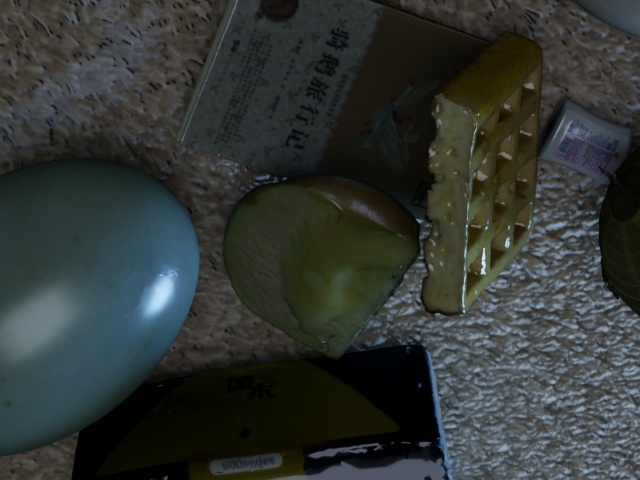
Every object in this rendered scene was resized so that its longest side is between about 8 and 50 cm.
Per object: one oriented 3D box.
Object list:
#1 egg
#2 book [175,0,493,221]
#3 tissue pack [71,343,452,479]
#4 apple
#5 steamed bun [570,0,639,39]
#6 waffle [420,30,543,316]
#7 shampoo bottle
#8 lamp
[{"bbox_3d":[-0.304,0.070,1.804,0.389,0.276,0.276,-33,107,10],"label":"egg"},{"bbox_3d":[0.026,-0.156,1.835,0.310,0.021,0.217,17,108,-20],"label":"book"},{"bbox_3d":[-0.060,0.290,1.897,0.416,0.264,0.253,-9,113,3],"label":"tissue pack"},{"bbox_3d":[0.000,0.000,1.849,0.193,0.120,0.265,33,142,1],"label":"apple"},{"bbox_3d":[0.388,-0.343,1.663,0.373,0.334,0.334,6,109,-9],"label":"steamed bun"},{"bbox_3d":[0.172,-0.071,1.789,0.055,0.221,0.248,12,119,23],"label":"waffle"},{"bbox_3d":[0.296,-0.106,1.881,0.099,0.043,0.072,23,108,-10],"label":"shampoo bottle"},{"bbox_3d":[0.394,-0.015,1.798,0.284,0.250,0.250,21,109,-29],"label":"lamp"}]
